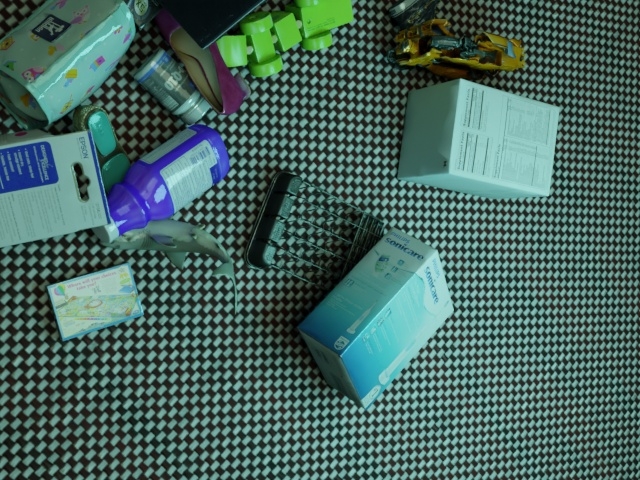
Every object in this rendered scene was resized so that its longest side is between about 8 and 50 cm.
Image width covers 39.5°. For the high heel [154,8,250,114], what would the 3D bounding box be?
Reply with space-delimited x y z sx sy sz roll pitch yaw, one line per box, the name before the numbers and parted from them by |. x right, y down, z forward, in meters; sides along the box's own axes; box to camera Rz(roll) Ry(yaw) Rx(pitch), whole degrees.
high heel | -0.231 -0.330 1.622 0.244 0.082 0.117 52 28 -9

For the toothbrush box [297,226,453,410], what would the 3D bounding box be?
toothbrush box | 0.119 0.156 1.790 0.295 0.126 0.216 -45 141 -18

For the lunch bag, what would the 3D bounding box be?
lunch bag | -0.430 -0.305 1.475 0.223 0.262 0.160 -46 110 -18

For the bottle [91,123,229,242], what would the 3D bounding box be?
bottle | -0.293 -0.099 1.617 0.283 0.092 0.118 -40 137 -29

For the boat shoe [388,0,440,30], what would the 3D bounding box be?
boat shoe | 0.233 -0.513 1.928 0.183 0.065 0.083 -40 110 -15

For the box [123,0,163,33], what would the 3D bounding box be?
box | -0.364 -0.427 1.552 0.147 0.180 0.077 47 70 -20

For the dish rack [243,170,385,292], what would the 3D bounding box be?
dish rack | 0.000 0.000 1.809 0.271 0.074 0.208 25 81 -27

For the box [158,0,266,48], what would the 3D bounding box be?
box | -0.199 -0.537 1.522 0.296 0.182 0.294 47 36 -19

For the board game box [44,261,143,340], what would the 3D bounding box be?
board game box | -0.410 0.109 1.622 0.154 0.026 0.104 -17 98 -26

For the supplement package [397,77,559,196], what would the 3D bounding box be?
supplement package | 0.336 -0.208 1.903 0.262 0.199 0.198 10 86 -27

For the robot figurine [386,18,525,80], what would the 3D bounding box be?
robot figurine | 0.282 -0.399 1.881 0.290 0.211 0.085 4 84 -37

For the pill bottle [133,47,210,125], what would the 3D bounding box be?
pill bottle | -0.272 -0.284 1.659 0.137 0.078 0.078 43 72 -21

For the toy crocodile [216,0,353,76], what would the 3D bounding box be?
toy crocodile | -0.074 -0.417 1.752 0.340 0.105 0.115 -31 125 -25

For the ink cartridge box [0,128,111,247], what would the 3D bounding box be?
ink cartridge box | -0.544 -0.075 1.453 0.370 0.069 0.176 -11 118 -11

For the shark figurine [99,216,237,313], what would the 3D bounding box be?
shark figurine | -0.245 0.025 1.650 0.166 0.278 0.116 -52 156 -47

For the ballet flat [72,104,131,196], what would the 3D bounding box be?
ballet flat | -0.391 -0.158 1.598 0.073 0.067 0.206 -35 136 -31
